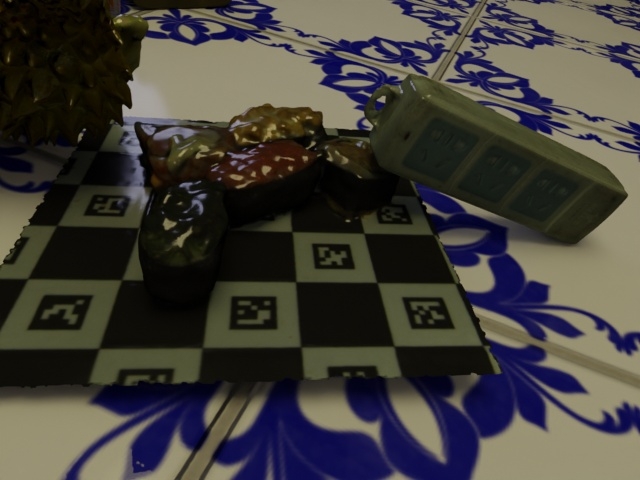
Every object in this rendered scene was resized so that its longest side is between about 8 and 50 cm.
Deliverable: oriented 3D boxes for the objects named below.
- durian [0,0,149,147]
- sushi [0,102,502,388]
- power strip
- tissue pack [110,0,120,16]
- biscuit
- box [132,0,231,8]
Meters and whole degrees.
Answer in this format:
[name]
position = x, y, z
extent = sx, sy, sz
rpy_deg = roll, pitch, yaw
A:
[durian]
position = -0.253, -0.166, 0.403
extent = 0.306, 0.167, 0.172
rpy_deg = 9, -4, 38
[sushi]
position = -0.063, -0.049, 0.410
extent = 0.343, 0.064, 0.359
rpy_deg = 1, 39, -8
[power strip]
position = 0.164, -0.067, 0.445
extent = 0.272, 0.078, 0.052
rpy_deg = 17, 38, -22
[tissue pack]
position = -0.394, -0.389, 0.758
extent = 0.155, 0.065, 0.115
rpy_deg = -4, 45, -19
[biscuit]
position = 0.000, 0.000, 0.424
extent = 0.046, 0.016, 0.089
rpy_deg = 22, 40, 17
[box]
position = -0.259, -0.498, 0.862
extent = 0.201, 0.144, 0.090
rpy_deg = -20, 45, -31
